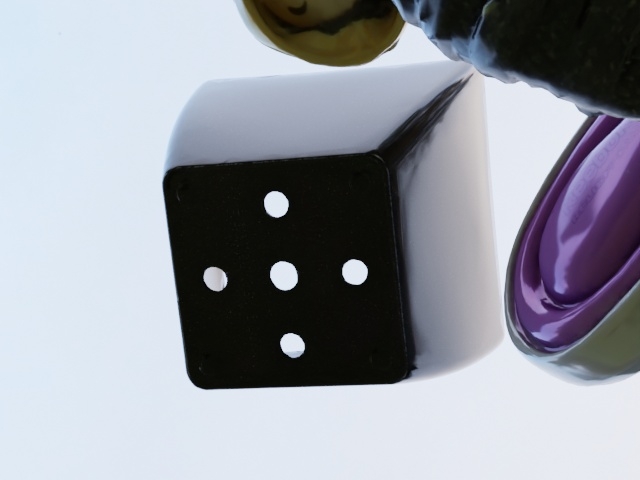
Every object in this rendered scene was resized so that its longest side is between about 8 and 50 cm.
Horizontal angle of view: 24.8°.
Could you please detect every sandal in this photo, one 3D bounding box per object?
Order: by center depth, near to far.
[{"bbox_3d":[0.182,-0.123,0.631,0.102,0.169,0.416,21,-78,-24],"label":"sandal"}]

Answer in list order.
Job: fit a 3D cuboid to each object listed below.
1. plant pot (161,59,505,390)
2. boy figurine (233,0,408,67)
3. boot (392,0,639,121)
[{"bbox_3d":[0.000,0.000,0.855,0.187,0.167,0.188,-3,-79,14],"label":"plant pot"},{"bbox_3d":[-0.053,-0.183,0.563,0.177,0.092,0.285,-27,-64,3],"label":"boy figurine"},{"bbox_3d":[0.099,-0.141,0.289,0.131,0.348,0.260,29,-76,-3],"label":"boot"}]
